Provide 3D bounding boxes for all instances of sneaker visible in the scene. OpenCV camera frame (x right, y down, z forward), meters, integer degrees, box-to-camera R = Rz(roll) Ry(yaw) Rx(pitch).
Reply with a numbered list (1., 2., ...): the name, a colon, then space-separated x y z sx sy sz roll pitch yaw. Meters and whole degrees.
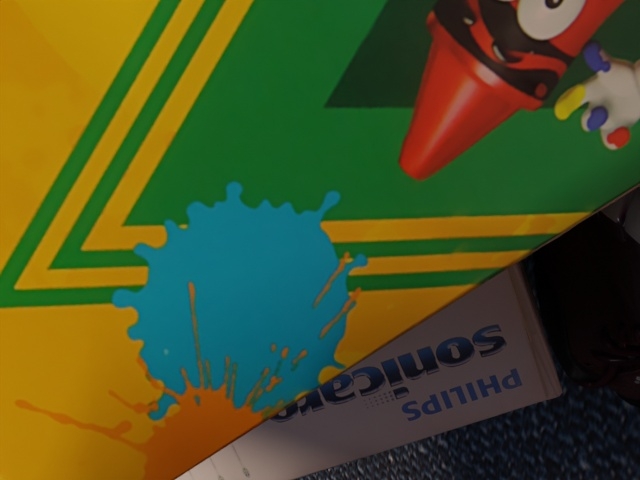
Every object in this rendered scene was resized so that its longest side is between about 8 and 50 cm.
1. sneaker: 0.185 0.034 0.554 0.281 0.106 0.162 -126 24 -57

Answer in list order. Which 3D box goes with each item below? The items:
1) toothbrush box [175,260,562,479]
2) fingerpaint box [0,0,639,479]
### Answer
1. toothbrush box: 0.000 0.000 0.648 0.283 0.206 0.122 -84 -27 -65
2. fingerpaint box: -0.028 -0.113 0.530 0.163 0.371 0.445 62 170 -20
